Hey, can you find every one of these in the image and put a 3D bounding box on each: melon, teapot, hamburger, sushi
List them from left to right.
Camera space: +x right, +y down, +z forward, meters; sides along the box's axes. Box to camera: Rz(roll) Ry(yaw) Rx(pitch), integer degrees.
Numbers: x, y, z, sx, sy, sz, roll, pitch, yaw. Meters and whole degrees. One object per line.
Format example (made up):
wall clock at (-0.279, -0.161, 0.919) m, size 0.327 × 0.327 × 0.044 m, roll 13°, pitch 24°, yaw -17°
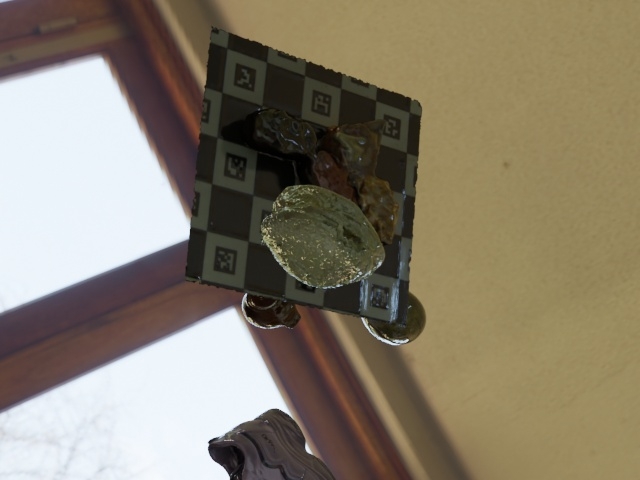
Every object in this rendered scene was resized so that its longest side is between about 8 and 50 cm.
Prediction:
teapot at (-0.094, 0.134, 2.226) m, size 0.129 × 0.098 × 0.078 m, roll 21°, pitch -25°, yaw 38°
hamburger at (0.000, 0.000, 1.260) m, size 0.133 × 0.062 × 0.140 m, roll 2°, pitch -43°, yaw 37°
sushi at (0.006, -0.083, 1.508) m, size 0.064 × 0.359 × 0.343 m, roll -17°, pitch -116°, yaw 54°
melon at (0.122, 0.125, 1.923) m, size 0.098 × 0.130 × 0.098 m, roll -31°, pitch -138°, yaw 33°

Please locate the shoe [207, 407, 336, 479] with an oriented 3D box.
shoe at (-0.064, 0.362, 1.670) m, size 0.245 × 0.137 × 0.095 m, roll 55°, pitch -40°, yaw 30°
